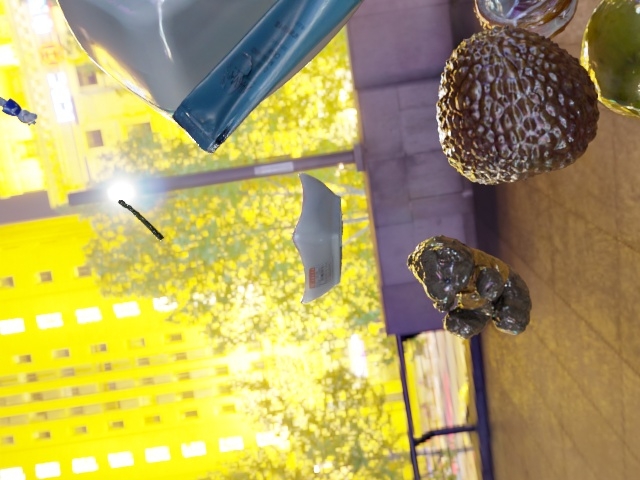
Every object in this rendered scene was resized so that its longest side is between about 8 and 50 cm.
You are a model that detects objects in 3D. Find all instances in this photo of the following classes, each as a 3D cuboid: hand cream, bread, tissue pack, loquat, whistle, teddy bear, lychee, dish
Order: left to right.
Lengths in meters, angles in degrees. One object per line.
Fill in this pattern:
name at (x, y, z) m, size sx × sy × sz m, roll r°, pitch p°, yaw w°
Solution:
whistle at (-0.509, -0.219, 1.201) m, size 0.083 × 0.033 × 0.029 m, roll 32°, pitch -143°, yaw -24°
tissue pack at (-0.094, -0.279, 0.772) m, size 0.229 × 0.333 × 0.236 m, roll 38°, pitch 165°, yaw 24°
hand cream at (-0.024, -0.161, 0.557) m, size 0.048 × 0.224 × 0.083 m, roll 44°, pitch 180°, yaw -43°
dish at (0.000, 0.000, 1.258) m, size 0.212 × 0.077 × 0.151 m, roll 87°, pitch -175°, yaw -53°
teddy bear at (0.234, 0.065, 1.169) m, size 0.177 × 0.190 × 0.140 m, roll -24°, pitch 38°, yaw 62°
lychee at (0.222, -0.152, 0.844) m, size 0.194 × 0.194 × 0.194 m, roll -8°, pitch -90°, yaw -89°
bread at (0.331, -0.388, 1.169) m, size 0.073 × 0.160 × 0.160 m, roll 38°, pitch -142°, yaw -55°
loquat at (0.493, -0.301, 1.095) m, size 0.213 × 0.213 × 0.246 m, roll 81°, pitch -174°, yaw -47°

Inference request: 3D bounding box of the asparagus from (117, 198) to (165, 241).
asparagus at (-0.373, -0.044, 1.504) m, size 0.127 × 0.018 × 0.015 m, roll 42°, pitch 148°, yaw 5°
